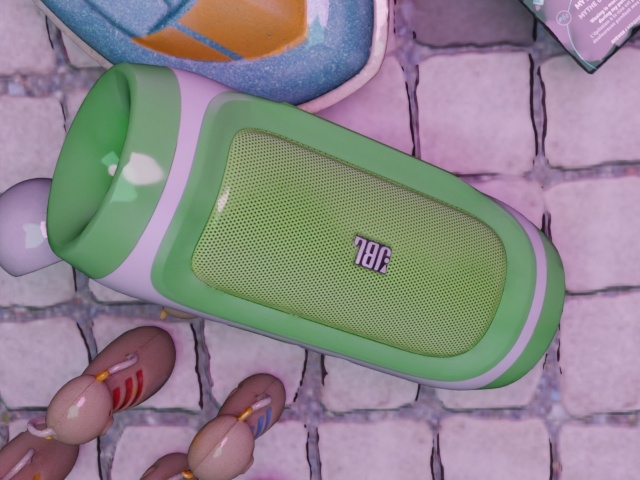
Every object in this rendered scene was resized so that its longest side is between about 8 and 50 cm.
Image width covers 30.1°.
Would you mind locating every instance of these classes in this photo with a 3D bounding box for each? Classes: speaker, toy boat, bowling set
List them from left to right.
[{"bbox_3d":[-0.107,-0.120,0.749,0.267,0.148,0.318,29,105,5],"label":"toy boat"},{"bbox_3d":[-0.092,0.142,0.795,0.200,0.154,0.287,41,107,2],"label":"bowling set"},{"bbox_3d":[0.000,0.000,0.693,0.296,0.131,0.131,20,108,-29],"label":"speaker"}]

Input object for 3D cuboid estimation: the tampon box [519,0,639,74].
[{"bbox_3d":[0.150,-0.198,0.701,0.120,0.101,0.161,-42,89,16],"label":"tampon box"}]
